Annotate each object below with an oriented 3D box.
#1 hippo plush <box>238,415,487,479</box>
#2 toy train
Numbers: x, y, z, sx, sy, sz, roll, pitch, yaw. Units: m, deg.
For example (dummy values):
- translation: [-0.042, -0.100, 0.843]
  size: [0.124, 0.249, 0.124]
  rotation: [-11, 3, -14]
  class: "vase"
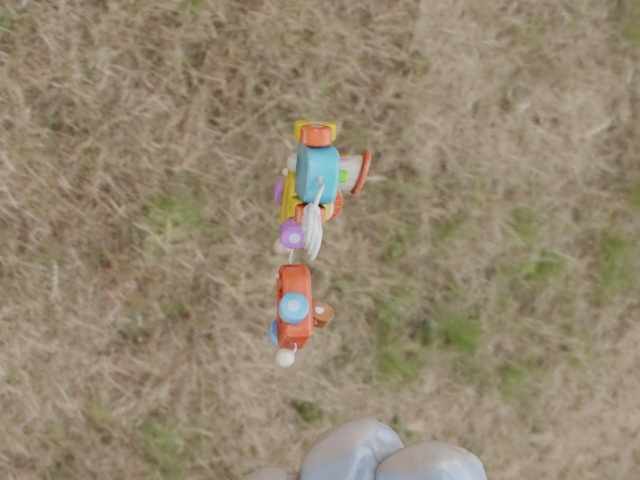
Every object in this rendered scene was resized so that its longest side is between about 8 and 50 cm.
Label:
- translation: [0.081, 0.272, 0.807]
  size: [0.236, 0.294, 0.234]
  rotation: [35, 81, -51]
  class: "hippo plush"
- translation: [0.000, 0.000, 0.680]
  size: [0.046, 0.125, 0.166]
  rotation: [2, 153, -10]
  class: "toy train"
